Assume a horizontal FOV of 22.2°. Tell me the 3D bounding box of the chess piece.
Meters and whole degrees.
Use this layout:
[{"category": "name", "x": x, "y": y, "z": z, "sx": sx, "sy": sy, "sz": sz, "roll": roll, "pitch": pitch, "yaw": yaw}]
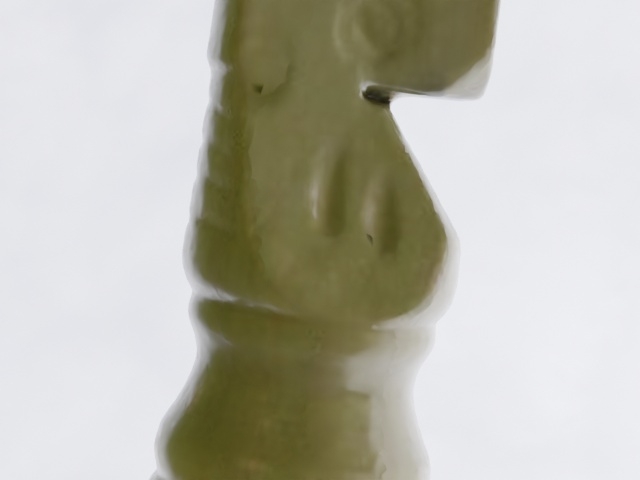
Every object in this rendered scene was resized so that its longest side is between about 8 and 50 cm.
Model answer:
[{"category": "chess piece", "x": 0.000, "y": 0.000, "z": 0.488, "sx": 0.090, "sy": 0.090, "sz": 0.200, "roll": 12, "pitch": -83, "yaw": 35}]
